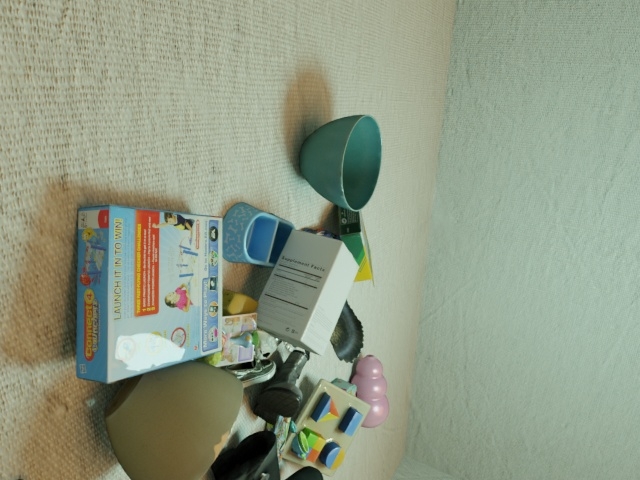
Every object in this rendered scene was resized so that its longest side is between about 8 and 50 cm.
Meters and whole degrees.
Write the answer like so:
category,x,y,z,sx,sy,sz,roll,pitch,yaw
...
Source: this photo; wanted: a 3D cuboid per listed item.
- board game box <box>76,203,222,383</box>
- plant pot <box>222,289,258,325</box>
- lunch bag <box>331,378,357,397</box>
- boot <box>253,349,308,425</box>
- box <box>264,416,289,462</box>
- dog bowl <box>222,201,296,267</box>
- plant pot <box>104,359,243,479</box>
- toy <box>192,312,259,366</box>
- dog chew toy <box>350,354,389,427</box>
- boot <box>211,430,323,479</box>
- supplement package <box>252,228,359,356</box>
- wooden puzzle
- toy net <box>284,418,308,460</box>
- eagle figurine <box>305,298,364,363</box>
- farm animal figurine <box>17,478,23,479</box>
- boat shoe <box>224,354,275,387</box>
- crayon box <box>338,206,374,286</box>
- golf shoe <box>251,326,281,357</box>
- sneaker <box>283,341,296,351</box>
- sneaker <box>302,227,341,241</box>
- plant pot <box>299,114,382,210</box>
category,x,y,z,sx,sy,sz,roll,pitch,yaw
board game box,-0.327,0.095,0.927,0.301,0.086,0.309,4,85,-62
plant pot,-0.231,0.174,1.221,0.082,0.081,0.083,-64,143,-24
lunch bag,0.059,0.740,1.976,0.279,0.107,0.224,-11,110,-59
boot,-0.105,0.433,1.439,0.223,0.118,0.338,-58,-176,-34
box,-0.160,0.692,1.618,0.114,0.036,0.207,11,92,-63
dog bowl,-0.160,-0.004,1.282,0.297,0.073,0.166,20,83,-63
plant pot,-0.326,0.359,0.959,0.191,0.284,0.284,43,56,-18
toy,-0.257,0.261,1.138,0.237,0.056,0.137,-1,103,-39
dog chew toy,0.234,0.720,2.220,0.206,0.206,0.333,-2,96,-62
boot,-0.150,0.775,1.506,0.367,0.146,0.446,-36,127,-39
supplement package,-0.038,0.147,1.312,0.293,0.175,0.177,-65,150,-19
wooden puzzle,0.037,0.744,1.788,0.347,0.080,0.322,39,77,-36
toy net,-0.085,0.617,1.565,0.122,0.045,0.232,60,7,-51
eagle figurine,-0.004,0.261,1.554,0.225,0.226,0.299,-31,119,-7
farm animal figurine,-0.524,0.591,0.731,0.330,0.172,0.327,-56,146,-35
boat shoe,-0.203,0.378,1.358,0.219,0.077,0.070,-4,106,-60
crayon box,0.137,0.013,1.761,0.323,0.083,0.203,71,13,-45
golf shoe,-0.176,0.310,1.398,0.086,0.069,0.176,-61,148,-17
sneaker,-0.097,0.262,1.454,0.065,0.076,0.167,30,38,-86
sneaker,0.000,0.000,1.574,0.221,0.087,0.084,-19,118,-59
plant pot,0.048,-0.250,1.441,0.290,0.195,0.291,-33,129,-54
